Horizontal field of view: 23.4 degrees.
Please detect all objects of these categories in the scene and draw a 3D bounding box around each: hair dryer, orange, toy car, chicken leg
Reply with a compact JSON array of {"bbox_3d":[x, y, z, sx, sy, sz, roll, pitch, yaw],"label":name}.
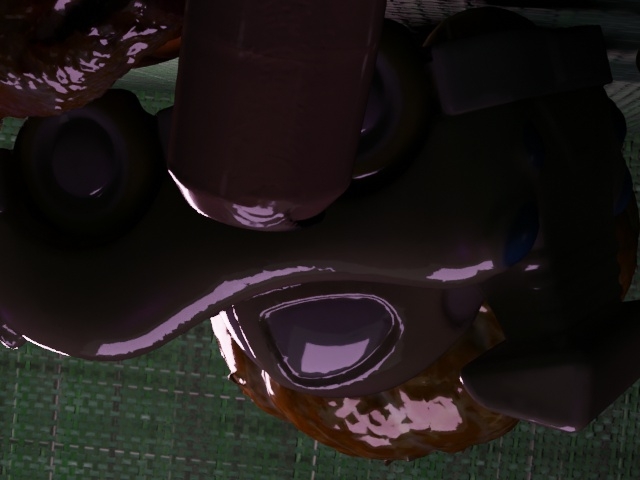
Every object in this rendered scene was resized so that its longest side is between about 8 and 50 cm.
[{"bbox_3d":[-0.029,-0.088,0.548,0.064,0.117,0.181,3,-157,-18],"label":"hair dryer"},{"bbox_3d":[0.065,0.001,1.122,0.329,0.329,0.249,9,144,46],"label":"orange"},{"bbox_3d":[0.000,0.000,0.867,0.336,0.226,0.242,-12,-177,27],"label":"toy car"},{"bbox_3d":[-0.172,-0.119,0.724,0.322,0.083,0.177,8,165,0],"label":"chicken leg"}]

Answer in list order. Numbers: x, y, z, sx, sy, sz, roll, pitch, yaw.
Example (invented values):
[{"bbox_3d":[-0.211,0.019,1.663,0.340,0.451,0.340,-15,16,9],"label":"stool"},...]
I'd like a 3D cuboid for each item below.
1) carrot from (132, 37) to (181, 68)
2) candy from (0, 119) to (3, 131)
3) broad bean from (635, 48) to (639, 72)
[{"bbox_3d":[-0.058,-0.118,0.778,0.061,0.061,0.257,3,-178,-41],"label":"carrot"},{"bbox_3d":[-0.388,-0.143,1.196,0.155,0.115,0.265,4,-176,41],"label":"candy"},{"bbox_3d":[0.279,-0.092,0.851,0.207,0.072,0.153,-6,-177,12],"label":"broad bean"}]
